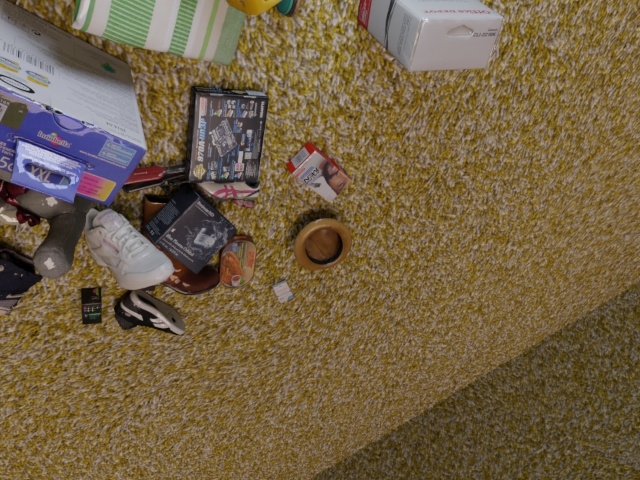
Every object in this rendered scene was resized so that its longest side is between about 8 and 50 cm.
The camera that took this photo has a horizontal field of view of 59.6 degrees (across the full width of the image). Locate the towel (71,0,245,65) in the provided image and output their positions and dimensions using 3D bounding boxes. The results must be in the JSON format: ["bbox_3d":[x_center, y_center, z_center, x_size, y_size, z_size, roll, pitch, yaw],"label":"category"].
[{"bbox_3d":[-0.256,-0.453,0.981,0.325,0.038,0.247,-8,128,-48],"label":"towel"}]

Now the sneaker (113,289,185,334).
[{"bbox_3d":[-0.510,0.232,1.642,0.121,0.079,0.217,-34,128,11],"label":"sneaker"}]

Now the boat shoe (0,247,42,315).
[{"bbox_3d":[-0.808,0.064,1.276,0.158,0.127,0.340,-40,156,4],"label":"boat shoe"}]

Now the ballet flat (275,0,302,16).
[{"bbox_3d":[-0.037,-0.598,1.082,0.106,0.107,0.316,-25,139,-25],"label":"ballet flat"}]

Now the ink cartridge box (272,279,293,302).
[{"bbox_3d":[-0.122,0.160,1.796,0.048,0.028,0.083,-25,137,-4],"label":"ink cartridge box"}]

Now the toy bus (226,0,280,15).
[{"bbox_3d":[-0.127,-0.497,0.964,0.202,0.104,0.190,-5,126,-50],"label":"toy bus"}]

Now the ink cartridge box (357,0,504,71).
[{"bbox_3d":[0.226,-0.474,1.201,0.197,0.272,0.114,-8,133,-19],"label":"ink cartridge box"}]

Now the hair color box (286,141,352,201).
[{"bbox_3d":[-0.002,-0.183,1.519,0.093,0.053,0.167,-44,136,15],"label":"hair color box"}]

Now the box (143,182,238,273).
[{"bbox_3d":[-0.324,-0.028,1.402,0.158,0.093,0.156,-47,133,-3],"label":"box"}]

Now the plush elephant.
[{"bbox_3d":[-0.623,-0.106,1.154,0.256,0.330,0.271,-7,123,10],"label":"plush elephant"}]

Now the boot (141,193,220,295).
[{"bbox_3d":[-0.368,0.006,1.513,0.264,0.096,0.280,10,117,-25],"label":"boot"}]

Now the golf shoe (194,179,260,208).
[{"bbox_3d":[-0.238,-0.140,1.436,0.186,0.067,0.086,10,106,-46],"label":"golf shoe"}]

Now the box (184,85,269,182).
[{"bbox_3d":[-0.223,-0.243,1.320,0.175,0.051,0.220,-4,120,-26],"label":"box"}]

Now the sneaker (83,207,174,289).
[{"bbox_3d":[-0.468,0.016,1.311,0.114,0.305,0.152,-41,138,-36],"label":"sneaker"}]

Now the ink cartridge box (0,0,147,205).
[{"bbox_3d":[-0.473,-0.231,0.986,0.270,0.395,0.151,22,118,-39],"label":"ink cartridge box"}]

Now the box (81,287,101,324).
[{"bbox_3d":[-0.629,0.180,1.536,0.052,0.062,0.083,-3,131,-23],"label":"box"}]

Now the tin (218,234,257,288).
[{"bbox_3d":[-0.244,0.063,1.640,0.106,0.040,0.189,-3,131,-19],"label":"tin"}]

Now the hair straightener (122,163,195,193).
[{"bbox_3d":[-0.373,-0.157,1.376,0.231,0.047,0.089,-18,157,-19],"label":"hair straightener"}]

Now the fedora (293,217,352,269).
[{"bbox_3d":[0.000,0.000,1.672,0.194,0.079,0.194,-11,128,-14],"label":"fedora"}]
